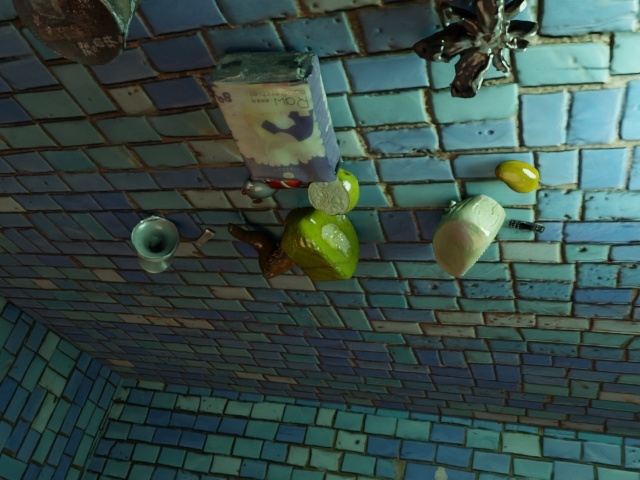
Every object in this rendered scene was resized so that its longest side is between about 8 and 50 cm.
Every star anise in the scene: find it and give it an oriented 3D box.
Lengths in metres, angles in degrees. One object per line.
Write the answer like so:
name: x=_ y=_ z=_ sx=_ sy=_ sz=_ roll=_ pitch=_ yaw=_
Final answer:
star anise: x=0.298 y=-0.379 z=1.147 sx=0.199 sy=0.110 sz=0.257 roll=27 pitch=141 yaw=-19

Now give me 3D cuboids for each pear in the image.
pear: x=0.040 y=-0.141 z=1.645 sx=0.141 sy=0.104 sz=0.141 roll=9 pitch=124 yaw=14

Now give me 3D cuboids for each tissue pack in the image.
tissue pack: x=-0.096 y=-0.286 z=1.442 sx=0.243 sy=0.125 sz=0.343 roll=4 pitch=147 yaw=17

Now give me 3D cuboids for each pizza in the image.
pizza: x=-0.100 y=0.040 z=1.980 sx=0.127 sy=0.058 sz=0.246 roll=-3 pitch=142 yaw=-44

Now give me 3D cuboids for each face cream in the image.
face cream: x=-0.405 y=-0.009 z=2.118 sx=0.038 sy=0.020 sz=0.115 roll=29 pitch=145 yaw=-21

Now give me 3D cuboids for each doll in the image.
doll: x=-0.132 y=-0.164 z=1.689 sx=0.245 sy=0.076 sz=0.142 roll=-11 pitch=172 yaw=38

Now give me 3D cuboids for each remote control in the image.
remote control: x=0.568 y=-0.042 z=1.662 sx=0.096 sy=0.014 sz=0.039 roll=10 pitch=149 yaw=10

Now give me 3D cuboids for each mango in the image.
mango: x=0.478 y=-0.157 z=1.469 sx=0.114 sy=0.060 sz=0.080 roll=23 pitch=145 yaw=-5

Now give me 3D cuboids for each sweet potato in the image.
sweet potato: x=-0.199 y=0.032 z=2.030 sx=0.109 sy=0.079 sz=0.346 roll=-16 pitch=146 yaw=11

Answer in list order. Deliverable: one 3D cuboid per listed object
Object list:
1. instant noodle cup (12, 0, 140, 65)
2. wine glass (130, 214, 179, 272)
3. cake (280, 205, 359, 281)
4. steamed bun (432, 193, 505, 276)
instant noodle cup: x=-0.451 y=-0.492 z=1.185 sx=0.218 sy=0.207 sz=0.217 roll=10 pitch=148 yaw=6
wine glass: x=-0.583 y=0.022 z=2.123 sx=0.165 sy=0.164 sz=0.196 roll=20 pitch=155 yaw=-9
cake: x=0.000 y=0.000 z=1.813 sx=0.156 sy=0.179 sz=0.260 roll=-9 pitch=138 yaw=33
steamed bun: x=0.384 y=-0.023 z=1.638 sx=0.153 sy=0.170 sz=0.238 roll=37 pitch=147 yaw=7
